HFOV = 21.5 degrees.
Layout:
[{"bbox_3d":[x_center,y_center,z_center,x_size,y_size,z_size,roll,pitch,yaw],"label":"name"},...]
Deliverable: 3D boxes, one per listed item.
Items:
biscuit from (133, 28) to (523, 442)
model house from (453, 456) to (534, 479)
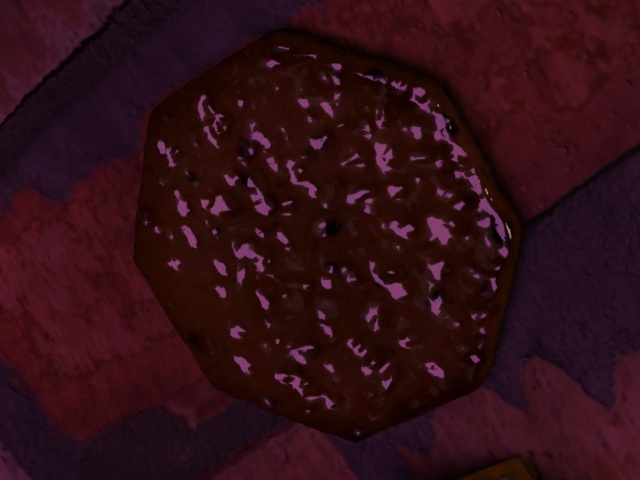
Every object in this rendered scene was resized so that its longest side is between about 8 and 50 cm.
[{"bbox_3d":[0.001,0.000,1.407,0.359,0.046,0.359,10,114,23],"label":"biscuit"},{"bbox_3d":[0.188,0.304,1.300,0.300,0.340,0.323,-22,68,-8],"label":"model house"}]
